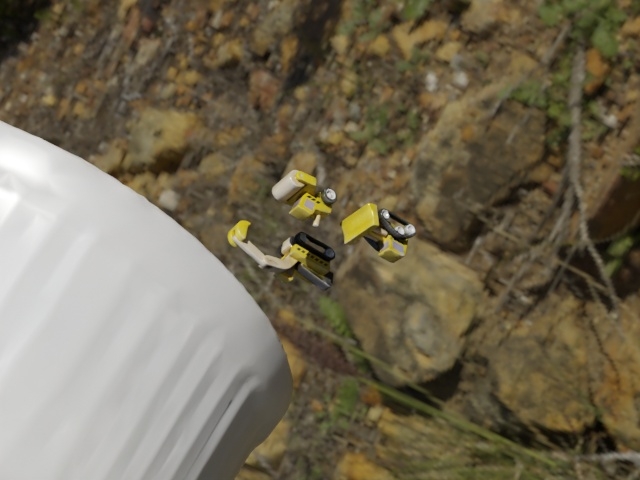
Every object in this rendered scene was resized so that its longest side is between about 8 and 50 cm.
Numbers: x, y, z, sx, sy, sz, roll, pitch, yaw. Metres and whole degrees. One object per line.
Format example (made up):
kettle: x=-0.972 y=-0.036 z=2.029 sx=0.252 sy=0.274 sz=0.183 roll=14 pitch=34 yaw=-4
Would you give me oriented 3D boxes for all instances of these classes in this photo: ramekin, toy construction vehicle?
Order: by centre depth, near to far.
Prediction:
ramekin: x=-0.165 y=0.074 z=0.551 sx=0.135 sy=0.277 sz=0.277 roll=-63 pitch=8 yaw=-30
toy construction vehicle: x=0.000 y=0.000 z=0.732 sx=0.086 sy=0.098 sz=0.035 roll=-33 pitch=38 yaw=40
